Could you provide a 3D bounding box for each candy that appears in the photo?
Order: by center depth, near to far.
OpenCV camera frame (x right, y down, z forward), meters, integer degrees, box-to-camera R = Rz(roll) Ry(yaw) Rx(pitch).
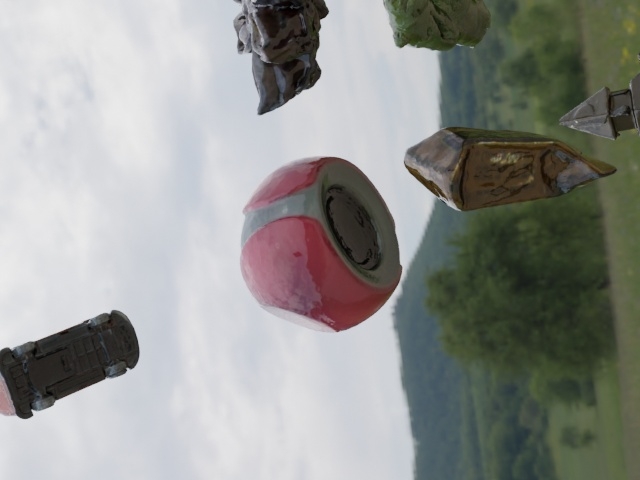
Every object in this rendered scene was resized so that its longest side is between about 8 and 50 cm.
[{"bbox_3d":[0.261,-0.100,1.506,0.143,0.271,0.101,-134,44,-59],"label":"candy"}]

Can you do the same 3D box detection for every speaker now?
[{"bbox_3d":[0.000,0.000,1.859,0.294,0.294,0.294,-9,-90,-78],"label":"speaker"}]

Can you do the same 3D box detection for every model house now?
[{"bbox_3d":[0.398,-0.140,1.279,0.181,0.248,0.176,56,-147,-47],"label":"model house"}]

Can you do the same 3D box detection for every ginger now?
[{"bbox_3d":[0.200,-0.397,1.938,0.290,0.089,0.137,-17,-50,-45],"label":"ginger"}]

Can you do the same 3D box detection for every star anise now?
[{"bbox_3d":[-0.043,-0.266,1.264,0.236,0.109,0.223,104,153,-59],"label":"star anise"}]

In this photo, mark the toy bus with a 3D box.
[{"bbox_3d":[-0.288,0.135,1.240,0.174,0.077,0.079,-22,-86,-46],"label":"toy bus"}]
